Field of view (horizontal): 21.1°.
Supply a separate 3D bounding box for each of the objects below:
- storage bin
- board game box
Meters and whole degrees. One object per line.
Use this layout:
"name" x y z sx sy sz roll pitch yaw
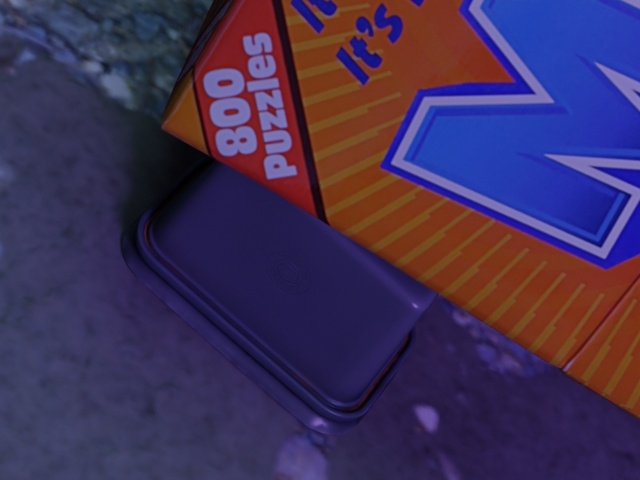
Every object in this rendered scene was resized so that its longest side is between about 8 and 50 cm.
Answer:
"storage bin" 0.000 0.000 0.752 0.135 0.091 0.098 42 47 0
"board game box" 0.196 -0.156 0.729 0.356 0.356 0.356 31 24 -10
